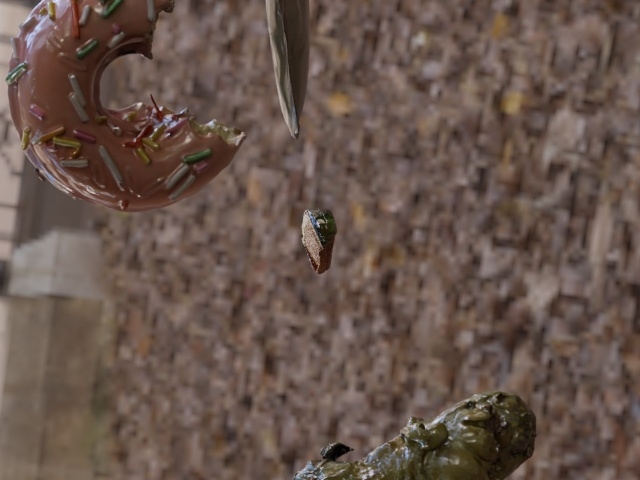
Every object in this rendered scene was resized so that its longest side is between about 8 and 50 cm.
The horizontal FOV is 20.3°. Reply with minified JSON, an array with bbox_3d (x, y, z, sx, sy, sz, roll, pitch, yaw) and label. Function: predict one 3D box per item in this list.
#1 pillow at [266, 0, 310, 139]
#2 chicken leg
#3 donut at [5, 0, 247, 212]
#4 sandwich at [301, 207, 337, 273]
[{"bbox_3d":[-0.028,-0.209,1.628,0.233,0.038,0.131,86,-176,-47],"label":"pillow"},{"bbox_3d":[0.082,0.188,1.539,0.103,0.227,0.088,-140,36,-77],"label":"chicken leg"},{"bbox_3d":[-0.181,-0.131,1.614,0.233,0.199,0.085,67,168,-15],"label":"donut"},{"bbox_3d":[-0.001,-0.002,1.987,0.101,0.026,0.069,101,156,-62],"label":"sandwich"}]
